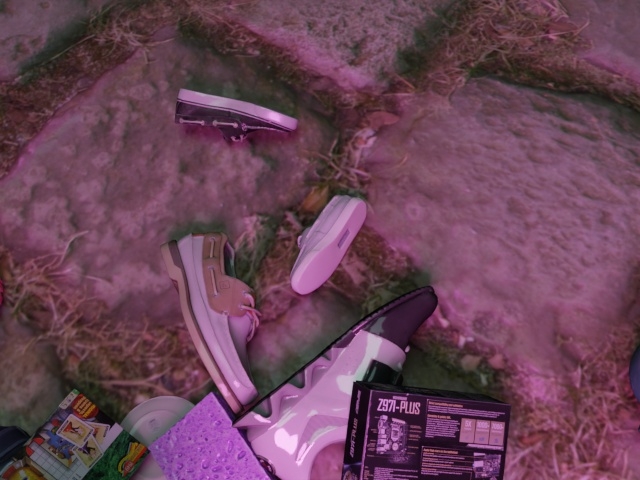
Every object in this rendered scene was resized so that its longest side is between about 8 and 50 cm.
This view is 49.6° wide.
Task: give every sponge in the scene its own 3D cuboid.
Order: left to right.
[{"bbox_3d":[-0.125,0.316,0.899,0.117,0.031,0.210,-39,70,1],"label":"sponge"}]

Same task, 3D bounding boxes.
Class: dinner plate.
[{"bbox_3d":[-0.224,0.284,0.964,0.141,0.017,0.141,-3,60,6],"label":"dinner plate"}]

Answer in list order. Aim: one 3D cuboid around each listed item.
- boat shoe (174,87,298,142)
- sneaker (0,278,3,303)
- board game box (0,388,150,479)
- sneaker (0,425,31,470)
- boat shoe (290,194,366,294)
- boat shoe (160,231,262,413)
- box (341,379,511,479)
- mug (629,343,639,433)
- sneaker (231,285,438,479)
[{"bbox_3d":[-0.146,-0.207,1.195,0.219,0.078,0.070,14,99,11],"label":"boat shoe"},{"bbox_3d":[-0.607,0.144,1.042,0.112,0.121,0.299,-1,48,42],"label":"sneaker"},{"bbox_3d":[-0.352,0.332,0.878,0.136,0.030,0.260,42,63,-7],"label":"board game box"},{"bbox_3d":[-0.462,0.349,0.912,0.163,0.086,0.226,38,62,13],"label":"sneaker"},{"bbox_3d":[0.000,0.000,1.063,0.063,0.066,0.184,20,68,33],"label":"boat shoe"},{"bbox_3d":[-0.140,0.098,0.991,0.103,0.113,0.302,-23,55,-8],"label":"boat shoe"},{"bbox_3d":[0.124,0.255,0.836,0.180,0.077,0.148,8,86,-12],"label":"box"},{"bbox_3d":[0.452,0.177,0.882,0.157,0.097,0.130,-18,61,-2],"label":"mug"},{"bbox_3d":[0.054,0.195,0.930,0.330,0.122,0.146,-38,83,-17],"label":"sneaker"}]
